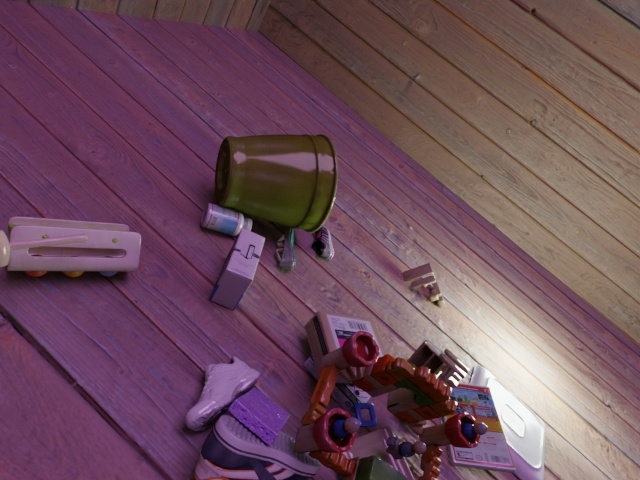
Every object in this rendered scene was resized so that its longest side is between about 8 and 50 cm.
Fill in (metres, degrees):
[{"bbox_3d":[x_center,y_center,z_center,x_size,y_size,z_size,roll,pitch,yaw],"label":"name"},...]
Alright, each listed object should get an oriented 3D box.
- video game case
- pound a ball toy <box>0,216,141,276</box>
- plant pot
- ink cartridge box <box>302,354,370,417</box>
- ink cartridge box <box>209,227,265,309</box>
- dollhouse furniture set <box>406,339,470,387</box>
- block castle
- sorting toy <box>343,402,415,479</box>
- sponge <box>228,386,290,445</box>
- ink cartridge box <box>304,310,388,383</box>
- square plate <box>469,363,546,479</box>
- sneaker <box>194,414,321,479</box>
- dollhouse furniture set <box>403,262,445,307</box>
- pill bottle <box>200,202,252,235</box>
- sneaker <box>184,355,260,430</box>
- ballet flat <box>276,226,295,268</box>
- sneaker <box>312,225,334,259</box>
[{"bbox_3d":[0.500,0.602,1.366,0.204,0.025,0.285,10,38,-5],"label":"video game case"},{"bbox_3d":[-0.602,0.032,0.982,0.319,0.135,0.208,3,10,-40],"label":"pound a ball toy"},{"bbox_3d":[-0.180,-0.222,1.478,0.353,0.366,0.366,4,45,-26],"label":"plant pot"},{"bbox_3d":[0.053,0.410,1.229,0.207,0.046,0.097,44,33,11],"label":"ink cartridge box"},{"bbox_3d":[-0.249,0.083,1.258,0.086,0.148,0.203,25,34,-14],"label":"ink cartridge box"},{"bbox_3d":[0.344,0.430,1.329,0.161,0.212,0.242,42,13,23],"label":"dollhouse furniture set"},{"bbox_3d":[0.188,0.455,0.988,0.453,0.213,0.303,40,43,-12],"label":"block castle"},{"bbox_3d":[0.141,0.602,1.072,0.196,0.047,0.347,-1,54,-38],"label":"sorting toy"},{"bbox_3d":[-0.136,0.400,0.961,0.117,0.031,0.210,35,-8,10],"label":"sponge"},{"bbox_3d":[0.087,0.325,1.245,0.235,0.088,0.193,15,37,-34],"label":"ink cartridge box"},{"bbox_3d":[0.679,0.655,1.499,0.347,0.049,0.344,43,34,10],"label":"square plate"},{"bbox_3d":[-0.136,0.487,0.910,0.321,0.127,0.126,40,-9,-37],"label":"sneaker"},{"bbox_3d":[0.465,0.217,1.854,0.144,0.123,0.151,-94,158,-49],"label":"dollhouse furniture set"},{"bbox_3d":[-0.322,-0.066,1.427,0.160,0.087,0.087,18,38,-26],"label":"pill bottle"},{"bbox_3d":[-0.253,0.358,0.994,0.115,0.090,0.232,38,24,14],"label":"sneaker"},{"bbox_3d":[-0.129,0.023,1.519,0.068,0.072,0.213,-3,40,-4],"label":"ballet flat"},{"bbox_3d":[0.000,0.000,1.660,0.075,0.063,0.170,17,43,-37],"label":"sneaker"}]
